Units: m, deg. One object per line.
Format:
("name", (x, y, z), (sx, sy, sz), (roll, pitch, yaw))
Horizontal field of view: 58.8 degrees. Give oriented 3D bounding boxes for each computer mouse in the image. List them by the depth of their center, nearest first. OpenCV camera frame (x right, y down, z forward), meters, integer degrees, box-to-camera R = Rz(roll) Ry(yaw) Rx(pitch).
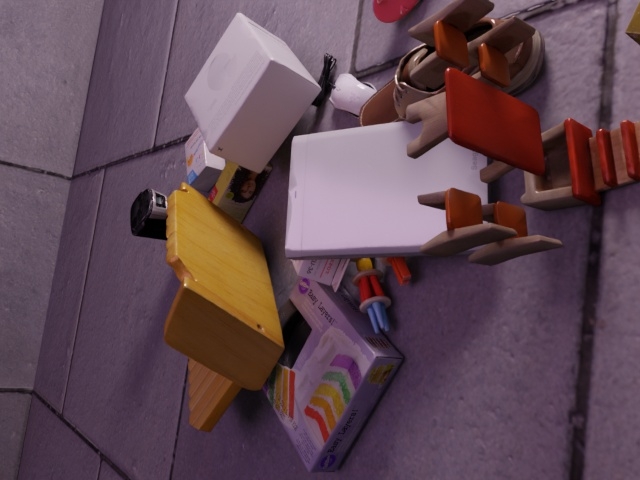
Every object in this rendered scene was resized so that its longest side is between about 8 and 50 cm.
("computer mouse", (0.040, -0.290, 1.085), (0.193, 0.042, 0.106), (41, 112, 49))

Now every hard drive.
("hard drive", (0.096, -0.076, 0.850), (0.308, 0.040, 0.203), (-3, 76, 25))

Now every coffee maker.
("coffee maker", (-0.392, -0.043, 1.459), (0.171, 0.178, 0.120), (-60, 40, 22))

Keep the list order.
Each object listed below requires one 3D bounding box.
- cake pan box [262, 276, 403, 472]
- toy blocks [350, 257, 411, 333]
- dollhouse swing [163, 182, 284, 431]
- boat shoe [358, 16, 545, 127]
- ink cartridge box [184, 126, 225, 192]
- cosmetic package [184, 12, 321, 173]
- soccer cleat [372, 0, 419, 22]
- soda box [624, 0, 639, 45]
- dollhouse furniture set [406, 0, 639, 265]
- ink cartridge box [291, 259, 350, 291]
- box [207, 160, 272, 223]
("cake pan box", (-0.002, 0.212, 0.981), (0.245, 0.070, 0.267), (-61, 39, 18))
("toy blocks", (0.102, 0.060, 0.898), (0.123, 0.054, 0.148), (-42, 49, 38))
("dollhouse swing", (-0.257, 0.141, 1.105), (0.305, 0.315, 0.347), (-41, 34, 15))
("boat shoe", (0.164, -0.244, 0.852), (0.324, 0.116, 0.123), (-21, 64, 48))
("ink cartridge box", (-0.307, -0.233, 1.499), (0.104, 0.062, 0.181), (-39, 52, 39))
("cosmetic package", (-0.147, -0.304, 1.179), (0.224, 0.138, 0.224), (-50, 44, 22))
("soccer cleat", (0.162, -0.496, 0.974), (0.095, 0.083, 0.248), (-89, 21, -66))
("soda box", (0.406, -0.297, 0.605), (0.061, 0.058, 0.181), (37, 109, 50))
("dollhouse furniture set", (0.226, -0.111, 0.619), (0.135, 0.259, 0.262), (-20, 65, 51))
("ink cartridge box", (0.000, 0.000, 0.982), (0.198, 0.067, 0.115), (-126, 56, -70))
("box", (-0.205, -0.099, 1.312), (0.232, 0.087, 0.058), (-57, 42, 26))
